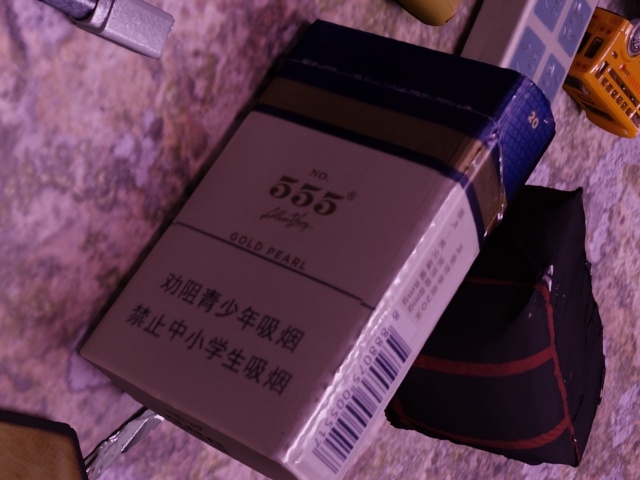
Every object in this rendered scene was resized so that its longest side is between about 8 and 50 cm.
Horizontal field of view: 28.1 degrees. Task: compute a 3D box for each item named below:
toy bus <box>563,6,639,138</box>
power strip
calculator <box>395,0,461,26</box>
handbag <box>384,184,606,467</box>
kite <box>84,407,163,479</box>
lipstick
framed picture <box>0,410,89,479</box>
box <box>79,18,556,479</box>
[{"bbox_3d":[0.246,-0.138,1.070,0.074,0.069,0.162,-58,142,0],"label":"toy bus"},{"bbox_3d":[0.174,-0.195,0.965,0.106,0.043,0.367,27,86,-56],"label":"power strip"},{"bbox_3d":[0.071,-0.238,0.767,0.157,0.033,0.236,-48,140,-5],"label":"calculator"},{"bbox_3d":[0.106,0.052,0.900,0.155,0.169,0.215,-63,147,-37],"label":"handbag"},{"bbox_3d":[-0.171,0.170,0.730,0.250,0.012,0.229,-46,141,-30],"label":"kite"},{"bbox_3d":[-0.120,-0.119,0.631,0.107,0.025,0.025,18,93,-49],"label":"lipstick"},{"bbox_3d":[-0.155,0.211,0.542,0.014,0.339,0.255,-34,149,22],"label":"framed picture"},{"bbox_3d":[0.000,0.000,0.731,0.259,0.168,0.071,-55,141,-16],"label":"box"}]
